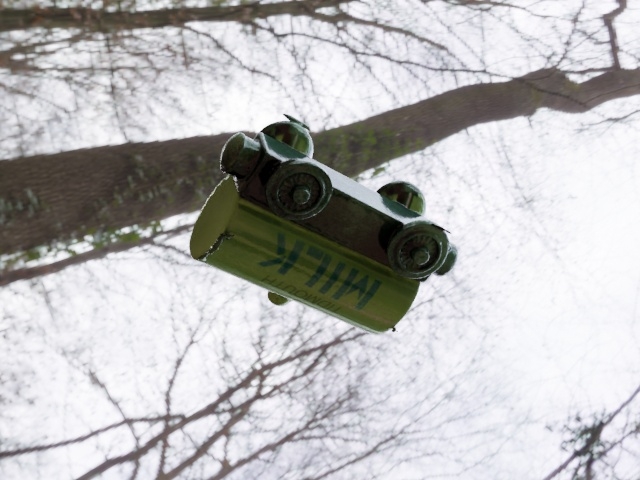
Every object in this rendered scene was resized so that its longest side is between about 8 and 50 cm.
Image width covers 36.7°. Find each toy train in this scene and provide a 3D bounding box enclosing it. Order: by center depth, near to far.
[{"bbox_3d":[0.000,0.000,0.879,0.157,0.253,0.105,-54,-149,19],"label":"toy train"}]
